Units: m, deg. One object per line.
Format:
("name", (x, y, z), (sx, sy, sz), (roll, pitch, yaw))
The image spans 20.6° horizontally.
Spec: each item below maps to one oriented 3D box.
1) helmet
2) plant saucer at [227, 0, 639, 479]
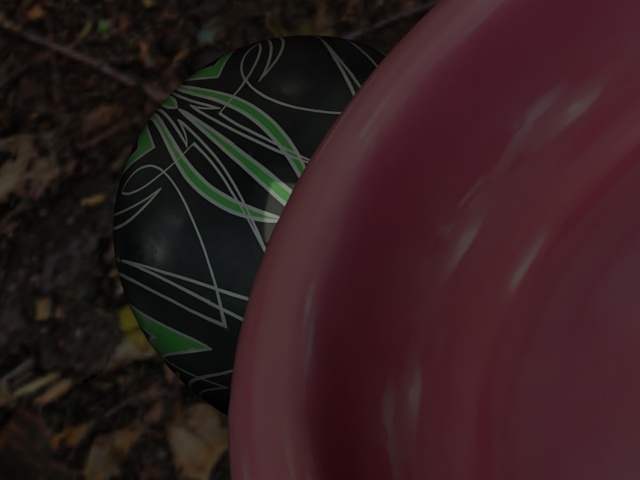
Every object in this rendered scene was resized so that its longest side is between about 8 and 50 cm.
("helmet", (0.000, 0.000, 0.685), (0.169, 0.161, 0.169), (-10, 64, 21))
("plant saucer", (0.145, 0.016, 0.389), (0.332, 0.084, 0.332), (-16, 43, 15))
